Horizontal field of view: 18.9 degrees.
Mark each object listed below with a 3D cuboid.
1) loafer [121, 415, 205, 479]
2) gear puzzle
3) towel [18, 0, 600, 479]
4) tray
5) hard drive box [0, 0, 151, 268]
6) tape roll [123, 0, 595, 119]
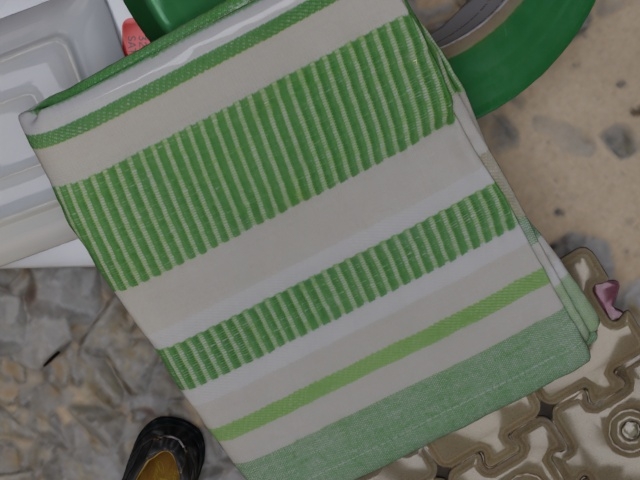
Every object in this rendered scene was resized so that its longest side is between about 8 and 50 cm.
[{"bbox_3d":[-0.122,0.202,1.274,0.062,0.061,0.170,12,96,2],"label":"loafer"},{"bbox_3d":[0.077,0.157,1.270,0.339,0.044,0.175,-32,93,9],"label":"gear puzzle"},{"bbox_3d":[0.000,0.000,1.153,0.248,0.038,0.325,-27,120,9],"label":"towel"},{"bbox_3d":[-0.239,-0.045,1.190,0.270,0.030,0.145,-20,94,6],"label":"tray"},{"bbox_3d":[-0.187,-0.074,1.244,0.232,0.089,0.181,-2,95,4],"label":"hard drive box"},{"bbox_3d":[0.024,-0.222,1.170,0.321,0.077,0.321,-1,95,-16],"label":"tape roll"}]
